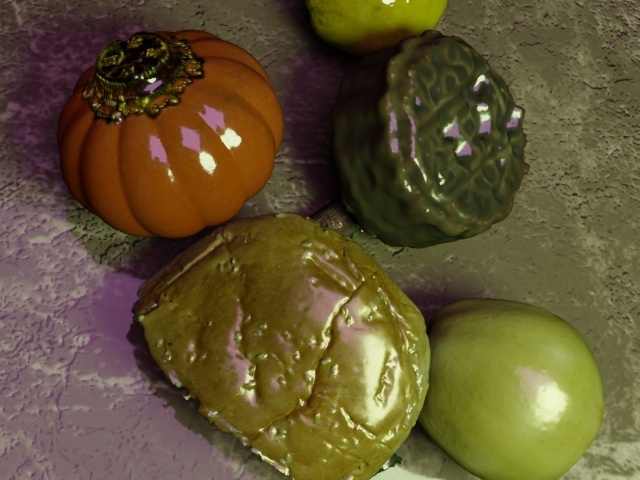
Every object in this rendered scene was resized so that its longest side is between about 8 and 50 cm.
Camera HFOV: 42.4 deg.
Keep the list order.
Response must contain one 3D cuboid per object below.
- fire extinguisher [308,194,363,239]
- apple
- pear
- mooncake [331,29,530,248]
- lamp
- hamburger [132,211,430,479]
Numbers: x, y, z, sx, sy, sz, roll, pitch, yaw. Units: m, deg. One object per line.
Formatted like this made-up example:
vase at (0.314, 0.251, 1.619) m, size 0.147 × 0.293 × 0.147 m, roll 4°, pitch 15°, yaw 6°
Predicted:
fire extinguisher at (0.000, 0.000, 0.900) m, size 0.157 × 0.045 × 0.078 m, roll -34°, pitch 100°, yaw -21°
apple at (0.187, 0.152, 0.843) m, size 0.200 × 0.200 × 0.200 m, roll 4°, pitch 76°, yaw -15°
pear at (0.059, -0.281, 0.933) m, size 0.162 × 0.149 × 0.148 m, roll -8°, pitch 79°, yaw -7°
mooncake at (0.122, -0.106, 0.876) m, size 0.228 × 0.124 × 0.228 m, roll 3°, pitch 86°, yaw -39°
lamp at (-0.146, -0.105, 0.803) m, size 0.223 × 0.196 × 0.223 m, roll -9°, pitch 51°, yaw 11°
hamburger at (-0.014, 0.099, 0.800) m, size 0.309 × 0.132 × 0.211 m, roll 44°, pitch 92°, yaw 1°
